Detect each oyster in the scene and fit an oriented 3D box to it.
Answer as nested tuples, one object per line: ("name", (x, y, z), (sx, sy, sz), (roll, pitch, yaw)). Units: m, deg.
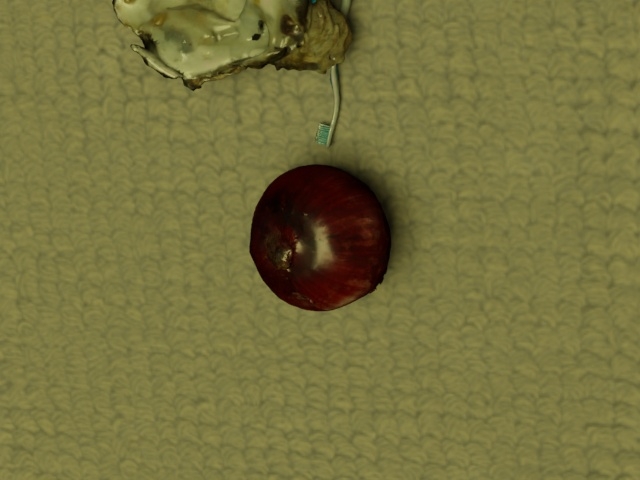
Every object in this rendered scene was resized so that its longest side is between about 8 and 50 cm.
("oyster", (-0.089, -0.243, 1.683), (0.214, 0.083, 0.222), (-1, 105, 24))

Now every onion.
("onion", (0.000, 0.000, 1.706), (0.131, 0.131, 0.131), (6, 108, 19))

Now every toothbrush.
("toothbrush", (0.017, -0.158, 1.713), (0.017, 0.014, 0.162), (10, 110, -3))
